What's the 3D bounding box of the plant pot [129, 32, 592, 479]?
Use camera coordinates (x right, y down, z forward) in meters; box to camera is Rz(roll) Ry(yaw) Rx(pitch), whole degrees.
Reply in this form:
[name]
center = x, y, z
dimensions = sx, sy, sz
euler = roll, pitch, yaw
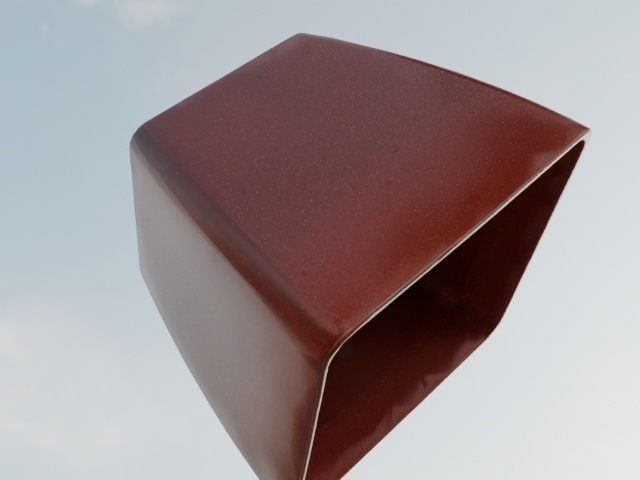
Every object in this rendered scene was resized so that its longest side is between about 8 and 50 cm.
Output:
[plant pot]
center = 0.000, 0.000, 0.708
dimensions = 0.235, 0.267, 0.267
euler = 40, -32, 21
